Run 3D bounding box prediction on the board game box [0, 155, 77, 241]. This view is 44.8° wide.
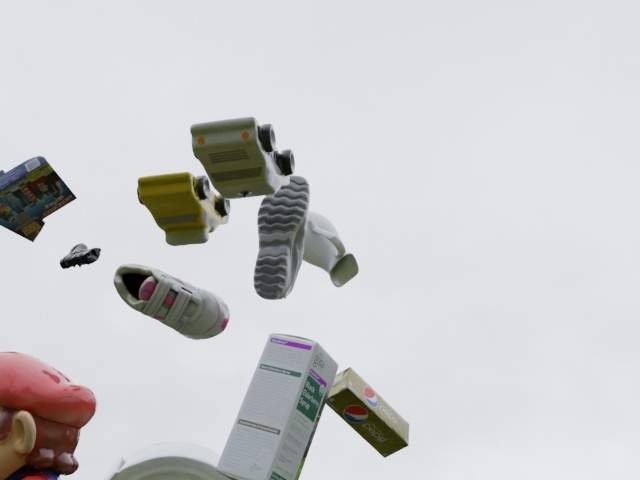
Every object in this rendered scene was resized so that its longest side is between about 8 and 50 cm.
[{"bbox_3d":[-0.673,-0.089,1.781,0.194,0.060,0.194,-33,-31,-9],"label":"board game box"}]

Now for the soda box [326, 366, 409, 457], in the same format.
[{"bbox_3d":[0.088,0.321,1.444,0.061,0.058,0.181,-35,-67,25],"label":"soda box"}]

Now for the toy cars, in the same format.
[{"bbox_3d":[-0.146,-0.060,1.064,0.177,0.087,0.394,5,-16,-29],"label":"toy cars"}]

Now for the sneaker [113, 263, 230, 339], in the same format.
[{"bbox_3d":[-0.295,0.115,1.477,0.252,0.102,0.111,18,-9,15],"label":"sneaker"}]

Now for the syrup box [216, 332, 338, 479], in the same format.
[{"bbox_3d":[-0.063,0.274,1.224,0.096,0.236,0.093,8,-27,30],"label":"syrup box"}]

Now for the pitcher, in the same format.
[{"bbox_3d":[0.000,0.000,1.994,0.126,0.207,0.177,-34,-31,-18],"label":"pitcher"}]

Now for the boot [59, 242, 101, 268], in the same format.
[{"bbox_3d":[-0.636,0.037,2.098,0.099,0.121,0.045,-13,-70,24],"label":"boot"}]

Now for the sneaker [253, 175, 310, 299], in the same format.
[{"bbox_3d":[-0.083,-0.005,1.693,0.105,0.281,0.115,12,-9,16],"label":"sneaker"}]

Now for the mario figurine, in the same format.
[{"bbox_3d":[-0.312,0.268,0.760,0.170,0.320,0.198,7,-26,-41],"label":"mario figurine"}]

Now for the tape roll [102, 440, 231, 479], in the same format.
[{"bbox_3d":[-0.248,0.482,1.285,0.286,0.286,0.100,6,-1,-7],"label":"tape roll"}]
